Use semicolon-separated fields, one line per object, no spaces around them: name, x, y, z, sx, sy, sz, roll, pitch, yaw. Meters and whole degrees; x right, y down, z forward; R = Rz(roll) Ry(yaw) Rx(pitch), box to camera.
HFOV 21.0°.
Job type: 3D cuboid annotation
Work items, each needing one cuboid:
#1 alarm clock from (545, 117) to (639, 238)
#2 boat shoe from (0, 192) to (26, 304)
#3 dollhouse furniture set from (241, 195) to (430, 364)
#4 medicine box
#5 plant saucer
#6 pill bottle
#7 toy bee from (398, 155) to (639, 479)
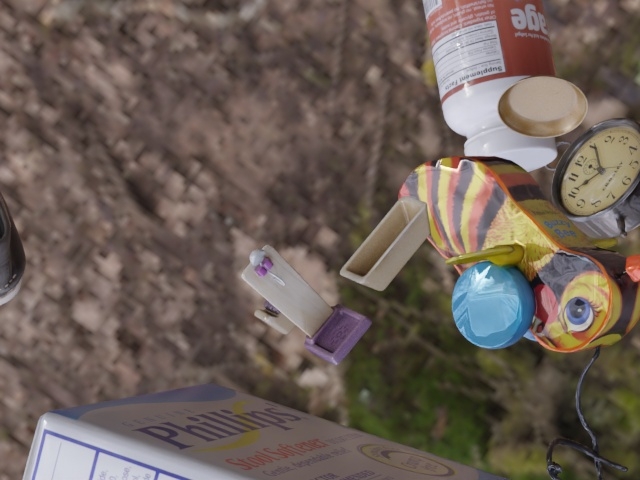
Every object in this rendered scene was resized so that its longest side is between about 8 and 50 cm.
alarm clock;0.309;-0.072;1.895;0.064;0.129;0.192;35;179;-36
boat shoe;-0.388;-0.083;1.748;0.335;0.112;0.095;56;153;26
dollhouse furniture set;0.000;0.000;1.070;0.081;0.114;0.091;45;170;-27
medicine box;-0.028;0.216;1.209;0.289;0.149;0.263;16;-174;20
plant saucer;0.205;-0.127;1.594;0.083;0.015;0.083;4;142;3
pill bottle;0.177;-0.180;1.759;0.121;0.216;0.121;-9;166;-2
toy bee;0.198;0.031;1.382;0.298;0.162;0.195;48;-148;3
